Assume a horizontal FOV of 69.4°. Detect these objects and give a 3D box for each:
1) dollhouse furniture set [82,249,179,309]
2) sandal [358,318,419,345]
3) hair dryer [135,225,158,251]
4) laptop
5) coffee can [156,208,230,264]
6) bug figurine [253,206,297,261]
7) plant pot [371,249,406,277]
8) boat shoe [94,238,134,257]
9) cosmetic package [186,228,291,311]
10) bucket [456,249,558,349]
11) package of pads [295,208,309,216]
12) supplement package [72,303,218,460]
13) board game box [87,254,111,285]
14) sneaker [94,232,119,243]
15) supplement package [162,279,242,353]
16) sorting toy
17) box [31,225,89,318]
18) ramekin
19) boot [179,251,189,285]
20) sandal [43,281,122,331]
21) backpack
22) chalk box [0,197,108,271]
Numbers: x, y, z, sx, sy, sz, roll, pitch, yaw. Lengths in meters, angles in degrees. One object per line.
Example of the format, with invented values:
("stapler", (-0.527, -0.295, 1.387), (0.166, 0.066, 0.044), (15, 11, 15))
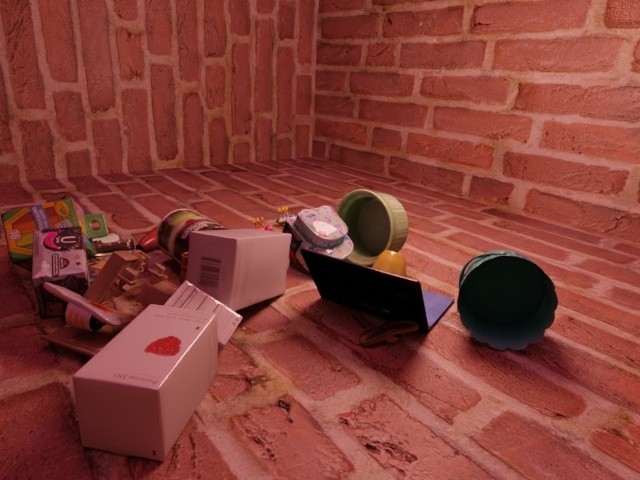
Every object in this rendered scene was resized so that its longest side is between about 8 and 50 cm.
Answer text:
("dollhouse furniture set", (-0.499, 0.200, 1.399), (0.355, 0.174, 0.303), (35, 0, -3))
("sandal", (0.196, 0.271, 1.328), (0.180, 0.049, 0.072), (-18, 19, -12))
("hair dryer", (-0.616, -0.003, 1.910), (0.293, 0.080, 0.223), (-12, 25, -35))
("laptop", (0.200, 0.118, 1.488), (0.382, 0.408, 0.236), (14, 56, 29))
("coffee can", (-0.460, 0.011, 1.716), (0.201, 0.201, 0.275), (-14, 25, -39))
("bug figurine", (-0.188, -0.012, 1.915), (0.216, 0.072, 0.279), (-7, 49, 5))
("plant pot", (0.256, 0.088, 1.690), (0.134, 0.095, 0.134), (15, -2, 1))
("boat shoe", (-0.830, 0.032, 1.760), (0.227, 0.069, 0.081), (-4, -9, -27))
("cosmetic package", (-0.237, 0.077, 1.421), (0.156, 0.217, 0.385), (9, 4, 18))
("bucket", (0.538, 0.160, 1.361), (0.281, 0.281, 0.183), (9, 12, 16))
("package of pads", (-0.017, -0.055, 2.110), (0.229, 0.101, 0.296), (8, 20, 11))
("supplement package", (-0.355, 0.288, 0.999), (0.177, 0.175, 0.293), (7, 21, 7))
("board game box", (-0.805, 0.110, 1.624), (0.243, 0.042, 0.165), (-11, 24, -35))
("sneaker", (-0.914, -0.029, 1.815), (0.094, 0.151, 0.256), (-1, 15, 31))
("supplement package", (-0.314, 0.209, 1.191), (0.179, 0.105, 0.105), (34, 41, -4))
("sorting toy", (-0.552, 0.264, 1.252), (0.307, 0.041, 0.229), (11, 17, 21))
("box", (-0.794, 0.090, 1.424), (0.142, 0.163, 0.247), (-8, 38, -27))
("ramekin", (0.208, -0.055, 1.872), (0.303, 0.303, 0.148), (21, 19, 41))
("boot", (-0.382, 0.097, 1.557), (0.073, 0.152, 0.197), (17, 24, 35))
("sandal", (-0.650, 0.194, 1.244), (0.265, 0.076, 0.102), (21, -11, 20))
("backpack", (0.000, 0.000, 1.781), (0.225, 0.191, 0.253), (-15, 62, -37))
("chalk box", (-0.904, -0.025, 1.612), (0.289, 0.180, 0.179), (-17, -11, -14))
